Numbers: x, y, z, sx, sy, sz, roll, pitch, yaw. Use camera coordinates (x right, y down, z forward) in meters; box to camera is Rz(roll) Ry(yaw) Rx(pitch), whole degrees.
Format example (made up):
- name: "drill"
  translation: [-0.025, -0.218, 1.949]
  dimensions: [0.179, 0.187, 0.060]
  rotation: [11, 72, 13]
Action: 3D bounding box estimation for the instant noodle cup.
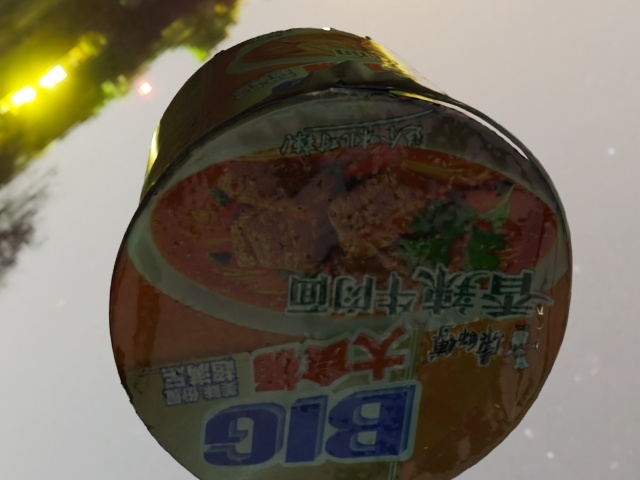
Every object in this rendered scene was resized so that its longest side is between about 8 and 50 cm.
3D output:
- name: "instant noodle cup"
  translation: [0.000, 0.000, 0.946]
  dimensions: [0.296, 0.296, 0.214]
  rotation: [-36, -155, 8]
